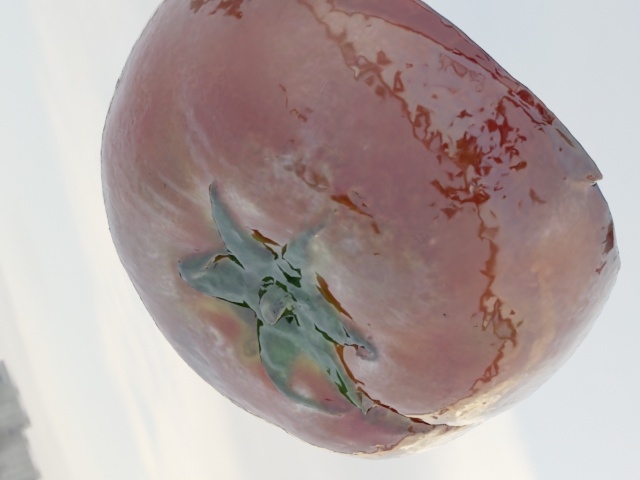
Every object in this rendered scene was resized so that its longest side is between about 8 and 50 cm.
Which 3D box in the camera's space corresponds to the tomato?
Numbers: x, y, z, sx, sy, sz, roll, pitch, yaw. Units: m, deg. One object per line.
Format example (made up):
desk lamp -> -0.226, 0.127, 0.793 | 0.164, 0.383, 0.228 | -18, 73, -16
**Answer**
tomato -> -0.003, 0.002, 0.478 | 0.225, 0.085, 0.225 | 27, -38, 23
